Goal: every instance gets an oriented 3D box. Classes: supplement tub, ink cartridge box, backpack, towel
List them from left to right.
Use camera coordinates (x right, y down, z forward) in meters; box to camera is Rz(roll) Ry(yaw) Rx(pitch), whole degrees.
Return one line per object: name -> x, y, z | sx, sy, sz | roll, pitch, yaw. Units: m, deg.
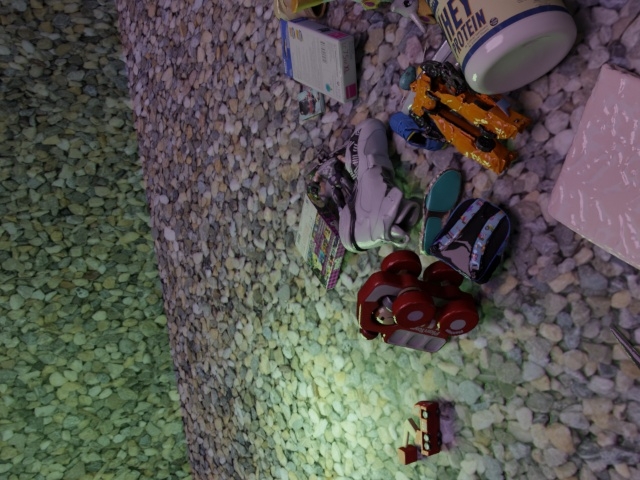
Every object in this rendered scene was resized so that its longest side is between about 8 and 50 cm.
ink cartridge box -> -0.009, -0.533, 2.140 | 0.311, 0.065, 0.186 | 34, 140, 44
backpack -> 0.361, -0.004, 1.708 | 0.158, 0.117, 0.173 | 35, 97, 30
supplement tub -> 0.356, -0.496, 1.528 | 0.235, 0.235, 0.325 | -44, 61, 48
towel -> 0.608, -0.129, 1.402 | 0.317, 0.053, 0.332 | 41, 128, 42

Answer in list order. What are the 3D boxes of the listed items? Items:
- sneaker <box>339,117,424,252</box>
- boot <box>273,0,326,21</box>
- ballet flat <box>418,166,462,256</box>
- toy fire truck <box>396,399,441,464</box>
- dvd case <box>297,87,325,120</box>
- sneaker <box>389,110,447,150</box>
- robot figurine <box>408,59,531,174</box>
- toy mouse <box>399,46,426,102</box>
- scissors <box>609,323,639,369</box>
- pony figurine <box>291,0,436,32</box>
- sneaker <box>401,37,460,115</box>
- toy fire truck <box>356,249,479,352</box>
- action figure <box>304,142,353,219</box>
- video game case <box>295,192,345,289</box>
sneaker -> 0.173, -0.147, 1.922 | 0.210, 0.137, 0.366 | 1, 79, 43
boot -> -0.068, -0.783, 2.178 | 0.203, 0.095, 0.262 | 18, 117, 53
ballet flat -> 0.288, -0.076, 1.839 | 0.077, 0.091, 0.241 | -98, 21, -68
toy fire truck -> 0.265, 0.523, 2.001 | 0.135, 0.047, 0.192 | 3, 98, 55
dvd case -> -0.029, -0.424, 2.266 | 0.119, 0.013, 0.087 | -8, 90, 54
sneaker -> 0.232, -0.283, 1.873 | 0.209, 0.082, 0.069 | 37, 127, 47
robot figurine -> 0.323, -0.286, 1.665 | 0.291, 0.085, 0.211 | 41, 146, 24
toy mouse -> 0.237, -0.389, 1.886 | 0.143, 0.031, 0.161 | -30, 72, 52
scissors -> 0.667, 0.282, 1.427 | 0.109, 0.021, 0.297 | -45, 59, 51
pony figurine -> 0.101, -0.668, 1.816 | 0.303, 0.363, 0.351 | 125, 143, -53
sneaker -> 0.284, -0.385, 1.763 | 0.091, 0.094, 0.258 | 33, 135, -4
toy fire truck -> 0.221, 0.175, 1.796 | 0.254, 0.302, 0.169 | -57, 31, 37
action figure -> 0.055, -0.158, 2.115 | 0.185, 0.099, 0.285 | -38, 72, 32
video game case -> 0.000, 0.000, 2.242 | 0.210, 0.042, 0.232 | 55, 148, 34
